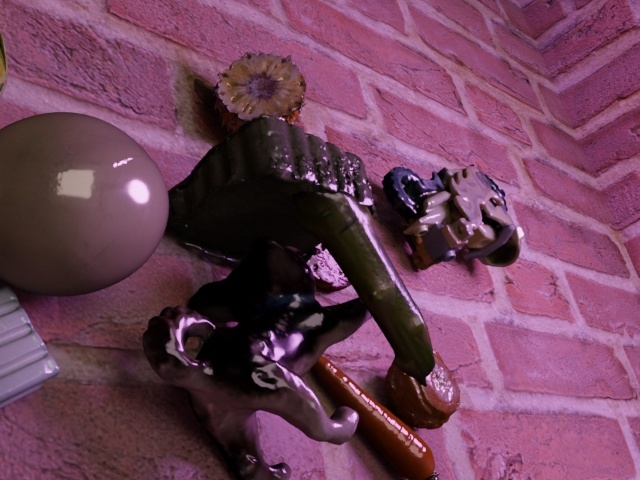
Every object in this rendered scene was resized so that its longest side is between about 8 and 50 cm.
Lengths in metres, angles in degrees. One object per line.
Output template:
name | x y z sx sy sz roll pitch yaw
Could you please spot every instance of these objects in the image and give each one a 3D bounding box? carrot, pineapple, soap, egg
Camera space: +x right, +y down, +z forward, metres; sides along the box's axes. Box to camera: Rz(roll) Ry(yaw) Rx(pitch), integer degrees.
carrot | 0.081 0.279 1.342 0.336 0.069 0.069 47 35 -8
pineapple | -0.106 -0.227 1.477 0.161 0.137 0.176 -2 60 -5
soap | -0.388 0.135 0.874 0.119 0.066 0.198 57 34 6
egg | -0.299 -0.042 0.992 0.219 0.219 0.269 60 17 4

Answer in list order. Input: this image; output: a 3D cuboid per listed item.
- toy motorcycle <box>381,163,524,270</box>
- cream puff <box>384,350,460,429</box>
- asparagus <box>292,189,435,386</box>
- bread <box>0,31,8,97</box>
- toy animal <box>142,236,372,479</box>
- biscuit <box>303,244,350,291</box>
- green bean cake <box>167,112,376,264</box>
toy motorcycle | 0.299 -0.050 1.797 0.410 0.169 0.237 1 56 -45
cream puff | 0.169 0.257 1.433 0.144 0.103 0.126 53 39 -5
asparagus | 0.076 0.057 1.174 0.343 0.082 0.085 55 31 -16
bread | -0.532 -0.268 1.047 0.301 0.045 0.301 32 42 -35
toy animal | -0.081 0.121 1.152 0.303 0.194 0.344 41 38 -22
biscuit | 0.000 0.000 1.483 0.192 0.049 0.192 28 43 -30
green bean cake | -0.078 -0.065 1.266 0.255 0.241 0.132 18 51 -42
